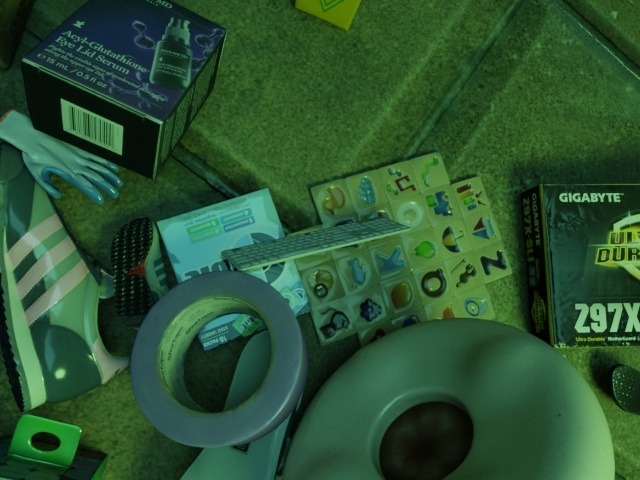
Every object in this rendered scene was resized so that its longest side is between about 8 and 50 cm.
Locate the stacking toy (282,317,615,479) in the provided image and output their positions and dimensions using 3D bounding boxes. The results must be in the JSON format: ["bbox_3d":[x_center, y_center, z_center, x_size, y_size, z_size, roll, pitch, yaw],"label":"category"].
[{"bbox_3d":[0.208,0.366,0.574,0.351,0.351,0.479,-40,115,-15],"label":"stacking toy"}]

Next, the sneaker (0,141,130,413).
[{"bbox_3d":[-0.326,0.034,0.570,0.131,0.112,0.318,-6,80,-40],"label":"sneaker"}]

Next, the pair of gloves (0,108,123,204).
[{"bbox_3d":[-0.300,-0.134,0.581,0.159,0.023,0.198,33,47,-14],"label":"pair of gloves"}]

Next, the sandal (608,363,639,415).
[{"bbox_3d":[0.526,0.261,0.770,0.179,0.040,0.067,34,82,-22],"label":"sandal"}]

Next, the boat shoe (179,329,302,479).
[{"bbox_3d":[-0.095,0.265,0.579,0.113,0.105,0.306,11,69,16],"label":"boat shoe"}]

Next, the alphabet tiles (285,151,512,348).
[{"bbox_3d":[0.131,0.023,0.715,0.343,0.011,0.284,-18,88,-15],"label":"alphabet tiles"}]

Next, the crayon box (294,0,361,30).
[{"bbox_3d":[0.083,-0.539,0.618,0.106,0.313,0.362,19,79,-7],"label":"crayon box"}]

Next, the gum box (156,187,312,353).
[{"bbox_3d":[-0.117,0.038,0.636,0.157,0.041,0.184,-20,87,-15],"label":"gum box"}]

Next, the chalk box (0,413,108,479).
[{"bbox_3d":[-0.331,0.301,0.505,0.133,0.132,0.212,19,78,-10],"label":"chalk box"}]

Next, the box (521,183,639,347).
[{"bbox_3d":[0.502,0.038,0.742,0.322,0.079,0.256,0,84,-3],"label":"box"}]

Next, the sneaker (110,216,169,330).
[{"bbox_3d":[-0.231,0.048,0.603,0.057,0.075,0.161,-13,59,-3],"label":"sneaker"}]

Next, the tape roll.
[{"bbox_3d":[-0.110,0.135,0.530,0.189,0.080,0.188,-2,66,4],"label":"tape roll"}]

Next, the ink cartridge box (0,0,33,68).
[{"bbox_3d":[-0.472,-0.366,0.579,0.194,0.088,0.234,15,80,-13],"label":"ink cartridge box"}]

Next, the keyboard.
[{"bbox_3d":[0.000,0.000,0.620,0.256,0.072,0.014,-13,107,-27],"label":"keyboard"}]

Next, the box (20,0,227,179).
[{"bbox_3d":[-0.228,-0.204,0.569,0.153,0.108,0.207,23,54,-11],"label":"box"}]
